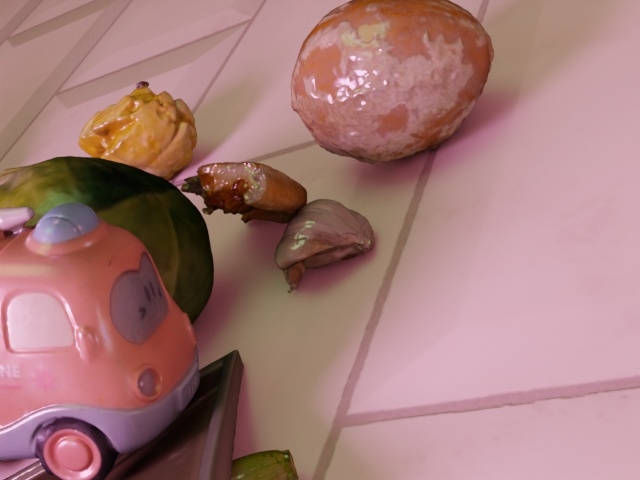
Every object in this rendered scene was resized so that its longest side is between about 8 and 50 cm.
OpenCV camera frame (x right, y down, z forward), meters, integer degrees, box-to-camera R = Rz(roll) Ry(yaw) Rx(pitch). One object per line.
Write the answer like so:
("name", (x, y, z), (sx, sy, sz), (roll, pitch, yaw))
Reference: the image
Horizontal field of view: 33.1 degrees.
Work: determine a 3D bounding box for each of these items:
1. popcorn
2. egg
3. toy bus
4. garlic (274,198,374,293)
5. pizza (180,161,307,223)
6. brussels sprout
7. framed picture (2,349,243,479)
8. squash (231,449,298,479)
("popcorn", (-0.255, -0.143, 1.523), (0.167, 0.148, 0.152), (-15, 57, 5))
("egg", (0.079, -0.185, 1.210), (0.233, 0.195, 0.195), (-27, 29, 19))
("toy bus", (-0.260, 0.080, 0.976), (0.288, 0.232, 0.194), (-3, 16, 13))
("garlic", (0.001, -0.004, 1.130), (0.094, 0.074, 0.113), (-19, 15, 42))
("pizza", (-0.081, -0.050, 1.197), (0.271, 0.134, 0.056), (-178, 95, -74))
("brussels sprout", (-0.255, 0.010, 1.167), (0.271, 0.210, 0.219), (19, 21, 26))
("framed picture", (-0.266, 0.261, 0.949), (0.446, 0.028, 0.326), (-29, 12, 6))
("squash", (-0.105, 0.236, 0.885), (0.201, 0.066, 0.066), (-32, 29, -6))
